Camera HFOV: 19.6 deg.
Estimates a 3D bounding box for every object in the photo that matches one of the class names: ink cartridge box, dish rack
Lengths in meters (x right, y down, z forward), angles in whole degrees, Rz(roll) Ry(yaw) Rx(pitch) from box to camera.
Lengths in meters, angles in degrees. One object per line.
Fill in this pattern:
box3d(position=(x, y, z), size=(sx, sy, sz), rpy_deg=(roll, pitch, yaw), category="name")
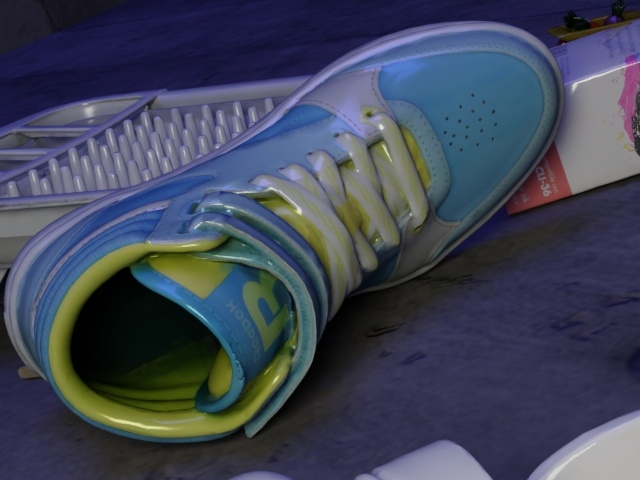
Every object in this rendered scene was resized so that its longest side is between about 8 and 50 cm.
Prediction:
box3d(position=(0.192, -0.087, 1.064), size=(0.198, 0.067, 0.115), rpy_deg=(-18, 14, 12), category="ink cartridge box")
box3d(position=(-0.094, -0.038, 1.178), size=(0.332, 0.072, 0.285), rpy_deg=(-5, 16, 26), category="dish rack")

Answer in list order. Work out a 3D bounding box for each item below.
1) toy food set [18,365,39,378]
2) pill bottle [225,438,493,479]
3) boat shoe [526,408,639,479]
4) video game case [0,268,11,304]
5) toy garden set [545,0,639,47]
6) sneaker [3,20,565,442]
box3d(position=(-0.121, 0.043, 1.096), size=(0.078, 0.019, 0.122), rpy_deg=(-12, 16, 26), category="toy food set")
box3d(position=(-0.035, 0.128, 0.498), size=(0.193, 0.108, 0.108), rpy_deg=(-23, 15, -13), category="pill bottle")
box3d(position=(0.144, 0.065, 0.588), size=(0.184, 0.066, 0.063), rpy_deg=(-23, 4, -8), category="boat shoe")
box3d(position=(-0.175, -0.020, 1.387), size=(0.274, 0.026, 0.196), rpy_deg=(-32, 19, -37), category="video game case")
box3d(position=(0.267, -0.151, 1.233), size=(0.244, 0.049, 0.204), rpy_deg=(-20, 15, 1), category="toy garden set")
box3d(position=(0.000, 0.000, 0.897), size=(0.319, 0.127, 0.208), rpy_deg=(-31, 13, -4), category="sneaker")
